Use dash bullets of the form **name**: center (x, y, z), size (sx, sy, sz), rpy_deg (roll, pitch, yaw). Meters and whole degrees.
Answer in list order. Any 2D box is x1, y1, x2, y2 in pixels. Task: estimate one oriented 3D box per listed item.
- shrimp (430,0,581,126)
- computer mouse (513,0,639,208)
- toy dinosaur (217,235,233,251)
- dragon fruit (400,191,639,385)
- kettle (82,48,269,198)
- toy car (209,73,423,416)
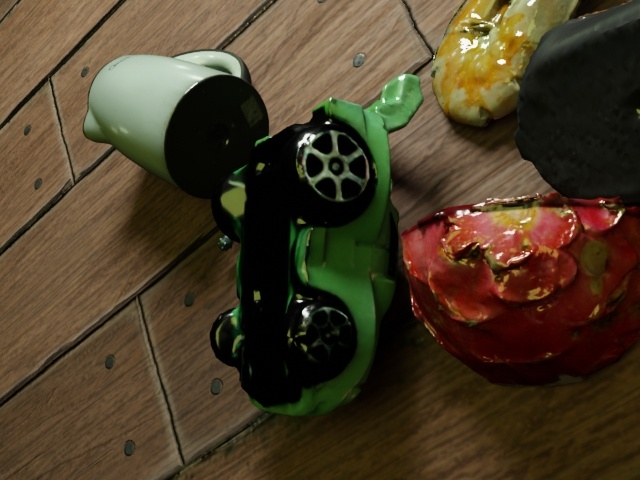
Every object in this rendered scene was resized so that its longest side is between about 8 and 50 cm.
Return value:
- **shrimp**: center (0.218, -0.258, 0.790), size (0.294, 0.062, 0.154), rpy_deg (-55, 46, 10)
- **computer mouse**: center (0.292, -0.119, 0.598), size (0.323, 0.116, 0.182), rpy_deg (-5, 103, 66)
- **toy dinosaur**: center (-0.089, -0.055, 0.948), size (0.055, 0.049, 0.154), rpy_deg (25, 84, 36)
- **dragon fruit**: center (0.189, 0.045, 0.665), size (0.262, 0.163, 0.189), rpy_deg (-15, 94, 31)
- **kettle**: center (-0.187, -0.184, 1.013), size (0.236, 0.161, 0.221), rpy_deg (25, 62, 41)
- **toy car**: center (0.000, 0.000, 0.785), size (0.213, 0.177, 0.358), rpy_deg (-18, 70, 60)
